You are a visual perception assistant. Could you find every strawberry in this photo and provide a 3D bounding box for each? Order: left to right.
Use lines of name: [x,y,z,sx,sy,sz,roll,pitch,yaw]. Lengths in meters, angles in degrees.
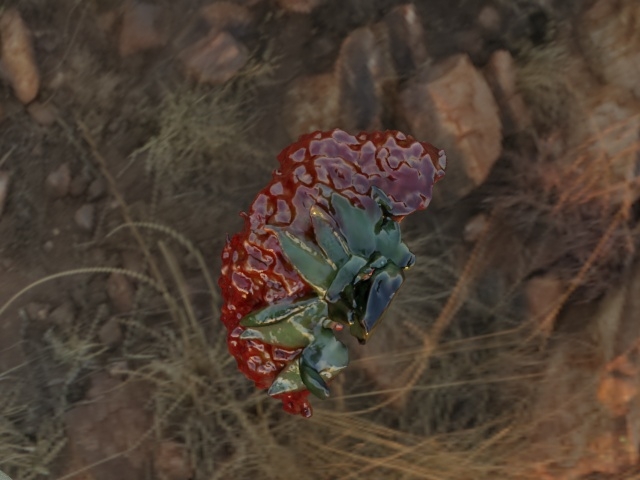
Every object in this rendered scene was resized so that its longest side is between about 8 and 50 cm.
strawberry: [0.000,0.000,0.864,0.106,0.286,0.188,32,103,-2]

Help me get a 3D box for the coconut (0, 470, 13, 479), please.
coconut: [-0.185,0.163,0.399,0.247,0.245,0.245,32,65,13]
